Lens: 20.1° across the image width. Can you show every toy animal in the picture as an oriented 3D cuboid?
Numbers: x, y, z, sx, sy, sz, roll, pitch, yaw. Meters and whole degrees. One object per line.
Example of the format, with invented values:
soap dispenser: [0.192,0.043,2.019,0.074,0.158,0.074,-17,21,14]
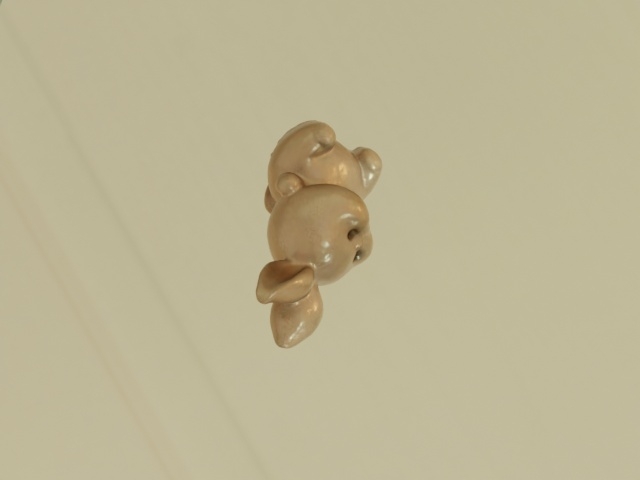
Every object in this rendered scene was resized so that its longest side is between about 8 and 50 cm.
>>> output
toy animal: [0.002,-0.001,1.652,0.124,0.213,0.124,0,142,0]

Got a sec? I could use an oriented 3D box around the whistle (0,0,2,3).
whistle: [-0.211,-0.198,0.913,0.404,0.188,0.168,-13,166,26]
